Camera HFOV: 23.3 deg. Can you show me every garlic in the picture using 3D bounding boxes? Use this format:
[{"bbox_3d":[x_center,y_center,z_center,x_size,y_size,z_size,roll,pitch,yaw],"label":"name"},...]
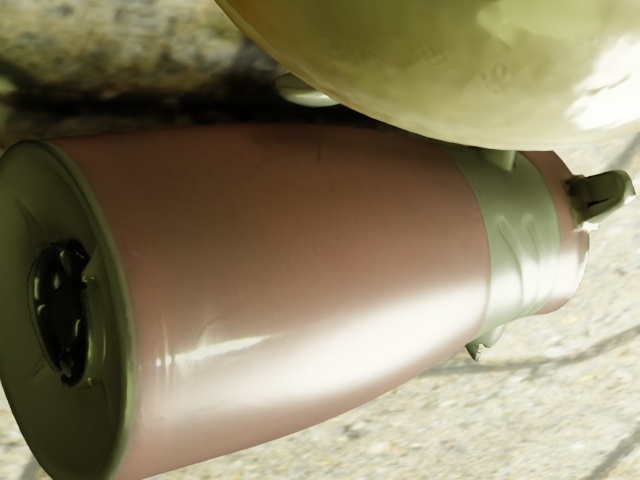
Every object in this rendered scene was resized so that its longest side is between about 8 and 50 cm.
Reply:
[{"bbox_3d":[0.081,-0.113,0.532,0.245,0.164,0.145,-4,116,-24],"label":"garlic"}]

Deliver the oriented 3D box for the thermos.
[{"bbox_3d":[0.000,0.000,0.687,0.265,0.146,0.176,-12,124,-31],"label":"thermos"}]
